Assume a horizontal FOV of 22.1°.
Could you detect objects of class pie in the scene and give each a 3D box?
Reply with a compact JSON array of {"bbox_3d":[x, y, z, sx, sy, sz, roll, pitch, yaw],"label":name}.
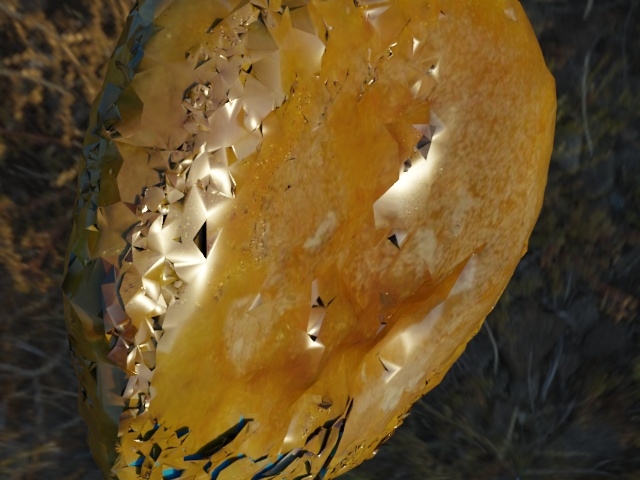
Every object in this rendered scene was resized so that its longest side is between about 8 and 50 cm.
[{"bbox_3d":[0.001,0.000,0.624,0.069,0.273,0.273,25,85,37],"label":"pie"}]
